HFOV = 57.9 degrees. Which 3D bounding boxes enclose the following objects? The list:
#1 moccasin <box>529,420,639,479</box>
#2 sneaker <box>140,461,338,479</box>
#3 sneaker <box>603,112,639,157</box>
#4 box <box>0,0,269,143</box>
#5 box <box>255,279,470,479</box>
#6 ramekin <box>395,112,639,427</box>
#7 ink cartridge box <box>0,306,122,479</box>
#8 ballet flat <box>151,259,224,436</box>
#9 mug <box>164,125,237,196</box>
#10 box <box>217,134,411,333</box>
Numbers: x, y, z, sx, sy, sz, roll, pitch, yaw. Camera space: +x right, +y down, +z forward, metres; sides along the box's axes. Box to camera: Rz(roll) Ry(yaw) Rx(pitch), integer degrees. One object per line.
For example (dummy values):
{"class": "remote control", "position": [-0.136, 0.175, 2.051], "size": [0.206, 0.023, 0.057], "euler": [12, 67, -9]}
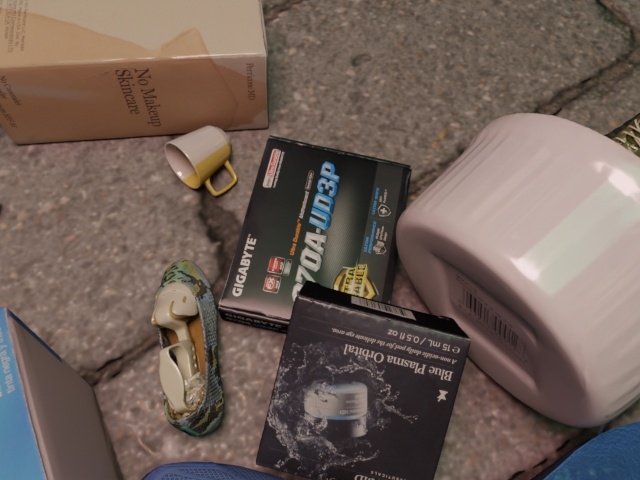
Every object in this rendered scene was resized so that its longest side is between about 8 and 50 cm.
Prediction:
{"class": "moccasin", "position": [0.227, 0.255, 0.519], "size": [0.342, 0.117, 0.137], "euler": [-18, 56, -7]}
{"class": "sneaker", "position": [-0.015, 0.223, 0.425], "size": [0.330, 0.147, 0.130], "euler": [6, 42, 28]}
{"class": "sneaker", "position": [0.389, -0.127, 0.716], "size": [0.192, 0.086, 0.064], "euler": [-26, 70, -15]}
{"class": "box", "position": [-0.219, -0.209, 0.679], "size": [0.311, 0.148, 0.121], "euler": [-5, 66, -5]}
{"class": "box", "position": [0.038, 0.136, 0.535], "size": [0.156, 0.093, 0.158], "euler": [14, 94, 2]}
{"class": "ramekin", "position": [0.196, 0.036, 0.533], "size": [0.135, 0.277, 0.277], "euler": [-38, 73, -11]}
{"class": "ink cartridge box", "position": [-0.307, 0.222, 0.431], "size": [0.270, 0.198, 0.197], "euler": [-24, 60, -14]}
{"class": "ballet flat", "position": [-0.138, 0.099, 0.580], "size": [0.070, 0.070, 0.188], "euler": [-14, 66, -10]}
{"class": "mug", "position": [-0.138, -0.098, 0.689], "size": [0.062, 0.078, 0.064], "euler": [21, 51, 41]}
{"class": "box", "position": [0.000, 0.000, 0.649], "size": [0.175, 0.051, 0.220], "euler": [13, 66, 2]}
